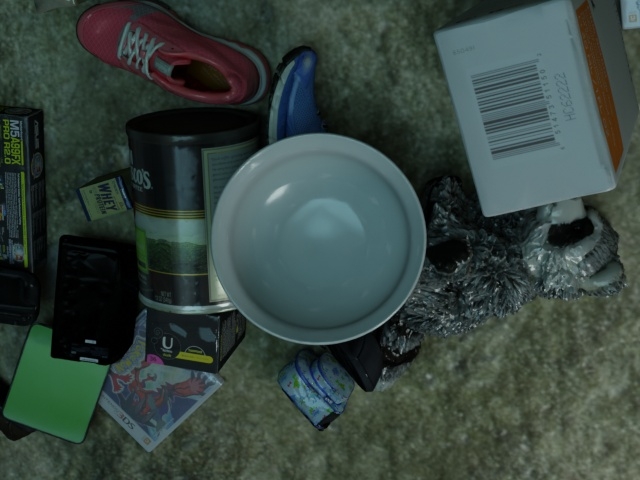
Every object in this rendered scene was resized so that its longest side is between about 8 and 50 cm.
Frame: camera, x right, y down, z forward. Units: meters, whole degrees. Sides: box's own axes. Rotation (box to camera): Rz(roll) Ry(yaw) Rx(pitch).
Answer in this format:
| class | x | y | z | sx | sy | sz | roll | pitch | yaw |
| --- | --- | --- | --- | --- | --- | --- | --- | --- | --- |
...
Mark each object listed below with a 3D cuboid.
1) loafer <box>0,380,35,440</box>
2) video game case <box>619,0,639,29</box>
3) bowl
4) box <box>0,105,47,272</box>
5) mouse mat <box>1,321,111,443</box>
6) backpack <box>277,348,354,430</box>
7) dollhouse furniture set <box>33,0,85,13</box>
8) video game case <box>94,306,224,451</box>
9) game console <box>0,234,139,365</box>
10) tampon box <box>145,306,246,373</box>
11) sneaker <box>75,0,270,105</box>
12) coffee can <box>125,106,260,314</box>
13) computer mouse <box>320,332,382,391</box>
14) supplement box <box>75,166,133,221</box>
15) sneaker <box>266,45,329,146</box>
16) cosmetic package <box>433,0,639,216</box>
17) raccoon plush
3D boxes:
| class | x | y | z | sx | sy | sz | roll | pitch | yaw |
| --- | --- | --- | --- | --- | --- | --- | --- | --- | --- |
| loafer | -0.593 | 0.277 | 2.118 | 0.220 | 0.080 | 0.078 | 41 | 111 | -1 |
| video game case | 0.507 | -0.388 | 1.672 | 0.190 | 0.022 | 0.173 | -4 | 106 | 15 |
| bowl | 0.000 | 0.000 | 1.727 | 0.298 | 0.134 | 0.297 | 0 | 87 | 3 |
| box | -0.566 | -0.090 | 2.008 | 0.216 | 0.060 | 0.270 | 6 | 109 | 11 |
| mouse mat | -0.447 | 0.244 | 2.064 | 0.153 | 0.007 | 0.189 | 21 | 103 | -4 |
| backpack | -0.004 | 0.229 | 1.948 | 0.114 | 0.105 | 0.084 | 44 | 110 | -2 |
| dollhouse furniture set | -0.330 | -0.426 | 1.806 | 0.184 | 0.129 | 0.128 | -9 | 105 | 17 |
| video game case | -0.293 | 0.238 | 2.064 | 0.183 | 0.023 | 0.201 | 45 | 111 | -3 |
| game console | -0.479 | 0.082 | 1.991 | 0.361 | 0.044 | 0.213 | 9 | 110 | -2 |
| tampon box | -0.195 | 0.130 | 1.932 | 0.121 | 0.161 | 0.101 | 8 | 109 | 12 |
| sneaker | -0.232 | -0.284 | 1.824 | 0.314 | 0.136 | 0.115 | 19 | 110 | 7 |
| coffee can | -0.186 | -0.049 | 1.852 | 0.202 | 0.201 | 0.275 | 2 | 108 | 13 |
| computer mouse | 0.021 | 0.114 | 1.835 | 0.060 | 0.262 | 0.184 | -31 | 111 | -9 |
| supplement box | -0.331 | -0.076 | 1.941 | 0.083 | 0.083 | 0.056 | -16 | 102 | 18 |
| sneaker | -0.008 | -0.133 | 1.840 | 0.147 | 0.130 | 0.329 | -2 | 110 | 0 |
| cosmetic package | 0.292 | -0.207 | 1.545 | 0.162 | 0.453 | 0.230 | -12 | 103 | 21 |
| raccoon plush | 0.263 | 0.077 | 1.838 | 0.299 | 0.216 | 0.446 | 15 | 142 | -6 |
